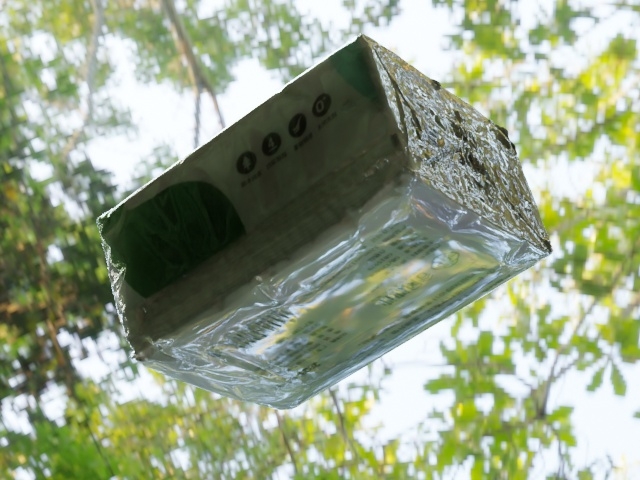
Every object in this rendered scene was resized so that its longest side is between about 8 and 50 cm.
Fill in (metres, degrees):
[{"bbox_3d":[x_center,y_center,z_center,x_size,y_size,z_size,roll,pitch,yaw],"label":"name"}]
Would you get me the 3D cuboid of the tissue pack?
[{"bbox_3d":[0.000,-0.002,1.464,0.356,0.266,0.194,-33,-125,25],"label":"tissue pack"}]
